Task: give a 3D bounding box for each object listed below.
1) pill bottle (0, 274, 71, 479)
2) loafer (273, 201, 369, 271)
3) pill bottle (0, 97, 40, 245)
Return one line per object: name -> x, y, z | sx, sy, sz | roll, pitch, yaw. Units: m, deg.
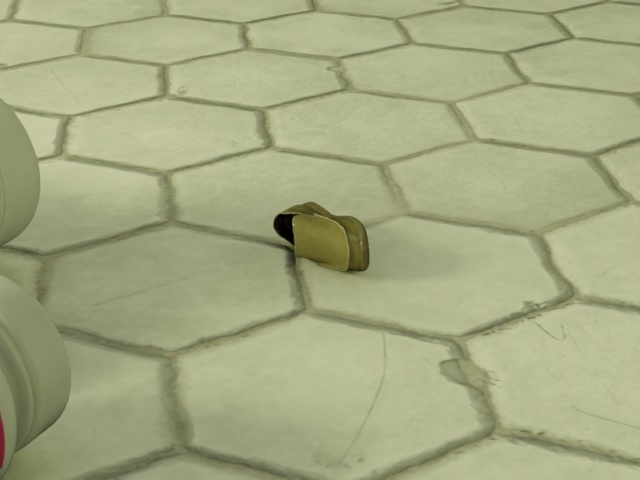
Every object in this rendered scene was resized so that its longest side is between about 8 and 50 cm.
pill bottle -> -0.304, 0.130, 0.893 | 0.160, 0.160, 0.283 | 12, 27, 26
loafer -> 0.000, 0.000, 1.327 | 0.050, 0.056, 0.148 | -12, 16, -24
pill bottle -> -0.419, -0.012, 1.166 | 0.204, 0.204, 0.361 | 12, 26, 26
